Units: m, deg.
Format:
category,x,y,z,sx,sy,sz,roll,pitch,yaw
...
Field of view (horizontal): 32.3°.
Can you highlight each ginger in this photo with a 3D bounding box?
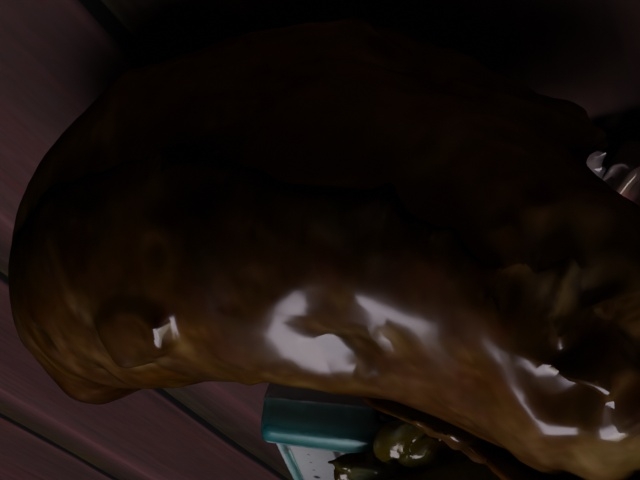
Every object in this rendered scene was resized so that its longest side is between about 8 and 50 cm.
category,x,y,z,sx,sy,sz,roll,pitch,yaw
ginger,0.000,0.000,0.430,0.321,0.172,0.165,8,-167,37

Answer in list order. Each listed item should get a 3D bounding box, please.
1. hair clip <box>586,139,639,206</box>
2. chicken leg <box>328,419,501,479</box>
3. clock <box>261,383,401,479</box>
category,x,y,z,sx,sy,sz,roll,pitch,yaw
hair clip,0.150,-0.004,0.456,0.173,0.069,0.300,37,148,10
chicken leg,0.061,0.245,0.729,0.201,0.153,0.429,26,156,2
clock,0.112,0.143,0.768,0.262,0.116,0.231,3,148,14
